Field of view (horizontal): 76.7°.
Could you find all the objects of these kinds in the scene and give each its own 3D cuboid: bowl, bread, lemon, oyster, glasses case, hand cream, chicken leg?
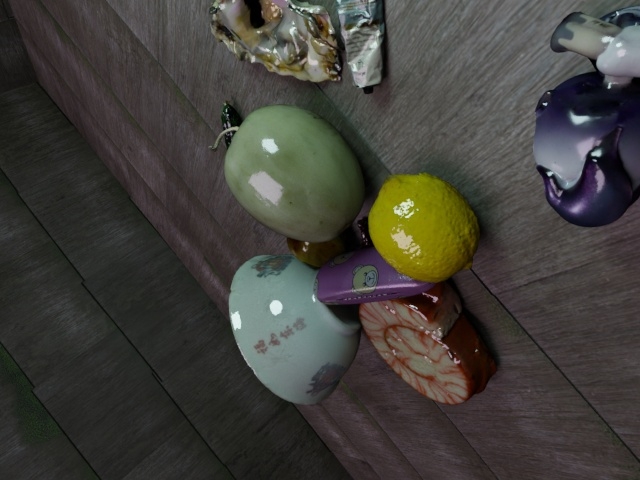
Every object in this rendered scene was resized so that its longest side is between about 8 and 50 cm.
[{"bbox_3d":[-0.012,0.188,1.080,0.195,0.435,0.435,-34,94,30],"label":"bowl"},{"bbox_3d":[0.236,0.227,0.951,0.328,0.114,0.295,55,151,-6],"label":"bread"},{"bbox_3d":[0.178,-0.022,0.703,0.193,0.181,0.181,20,150,-7],"label":"lemon"},{"bbox_3d":[-0.088,-0.405,0.752,0.354,0.107,0.201,23,168,29],"label":"oyster"},{"bbox_3d":[0.114,0.072,0.875,0.316,0.123,0.076,-14,132,38],"label":"glasses case"},{"bbox_3d":[0.063,-0.359,0.636,0.075,0.052,0.248,4,123,25],"label":"hand cream"},{"bbox_3d":[0.118,0.041,0.991,0.093,0.053,0.205,50,151,35],"label":"chicken leg"}]

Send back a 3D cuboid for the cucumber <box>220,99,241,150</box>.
[{"bbox_3d":[-0.233,-0.252,1.149,0.067,0.067,0.294,33,144,31],"label":"cucumber"}]

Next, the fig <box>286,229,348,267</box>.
[{"bbox_3d":[0.000,0.000,1.018,0.165,0.144,0.154,39,-176,-12],"label":"fig"}]

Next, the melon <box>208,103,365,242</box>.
[{"bbox_3d":[-0.054,-0.136,0.831,0.308,0.272,0.271,44,155,-22],"label":"melon"}]

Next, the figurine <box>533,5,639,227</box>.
[{"bbox_3d":[0.315,-0.120,0.440,0.145,0.145,0.223,27,141,37],"label":"figurine"}]
